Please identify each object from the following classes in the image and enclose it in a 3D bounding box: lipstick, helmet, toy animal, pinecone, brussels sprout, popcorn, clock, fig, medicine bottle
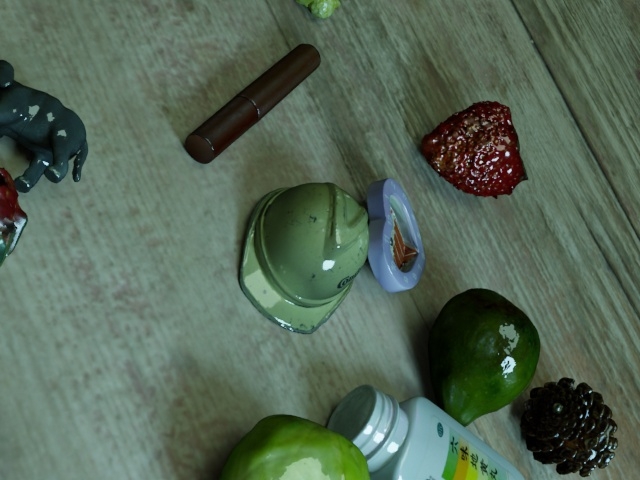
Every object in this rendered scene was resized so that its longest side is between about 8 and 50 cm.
[{"bbox_3d":[-0.101,-0.234,1.397,0.057,0.057,0.356,48,45,-10],"label":"lipstick"},{"bbox_3d":[0.001,0.002,1.298,0.204,0.137,0.257,34,49,-22],"label":"helmet"},{"bbox_3d":[-0.412,-0.164,1.075,0.270,0.082,0.137,39,44,-13],"label":"toy animal"},{"bbox_3d":[0.445,0.339,1.491,0.165,0.163,0.162,45,44,-30],"label":"pinecone"},{"bbox_3d":[-0.032,0.328,1.072,0.223,0.161,0.223,27,49,-36],"label":"brussels sprout"},{"bbox_3d":[-0.004,-0.452,1.599,0.083,0.059,0.068,7,63,-29],"label":"popcorn"},{"bbox_3d":[0.119,0.003,1.444,0.172,0.064,0.198,42,42,-48],"label":"clock"},{"bbox_3d":[0.251,0.203,1.383,0.195,0.195,0.244,37,77,-20],"label":"fig"},{"bbox_3d":[0.160,0.345,1.262,0.324,0.124,0.179,38,48,-17],"label":"medicine bottle"}]

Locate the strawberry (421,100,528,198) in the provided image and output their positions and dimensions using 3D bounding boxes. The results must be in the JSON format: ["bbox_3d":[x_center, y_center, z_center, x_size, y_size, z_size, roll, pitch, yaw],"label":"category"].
[{"bbox_3d":[0.290,-0.174,1.635,0.202,0.186,0.184,-4,25,-16],"label":"strawberry"}]

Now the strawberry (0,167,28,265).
[{"bbox_3d":[-0.462,-0.018,0.843,0.288,0.238,0.250,32,45,-11],"label":"strawberry"}]
